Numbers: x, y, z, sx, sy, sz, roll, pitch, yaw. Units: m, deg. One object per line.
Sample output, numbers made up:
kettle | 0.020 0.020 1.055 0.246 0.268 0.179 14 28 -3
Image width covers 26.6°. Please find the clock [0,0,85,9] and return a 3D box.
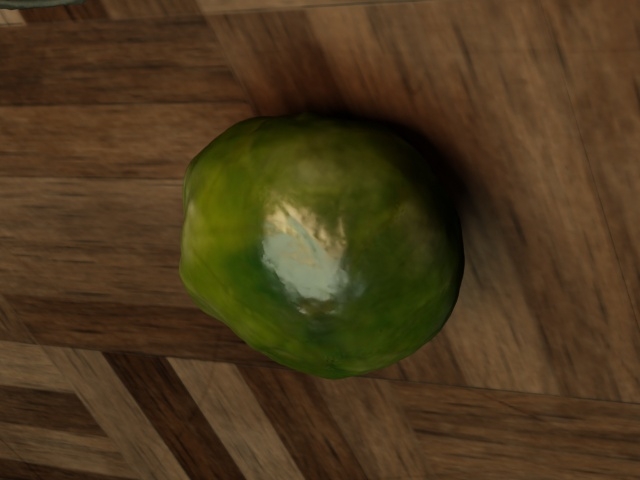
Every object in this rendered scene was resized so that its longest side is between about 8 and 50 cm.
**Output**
clock | -0.191 -0.252 0.640 0.319 0.066 0.319 17 143 14

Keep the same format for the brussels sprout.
brussels sprout | 0.000 0.005 0.775 0.161 0.144 0.181 4 166 -1
